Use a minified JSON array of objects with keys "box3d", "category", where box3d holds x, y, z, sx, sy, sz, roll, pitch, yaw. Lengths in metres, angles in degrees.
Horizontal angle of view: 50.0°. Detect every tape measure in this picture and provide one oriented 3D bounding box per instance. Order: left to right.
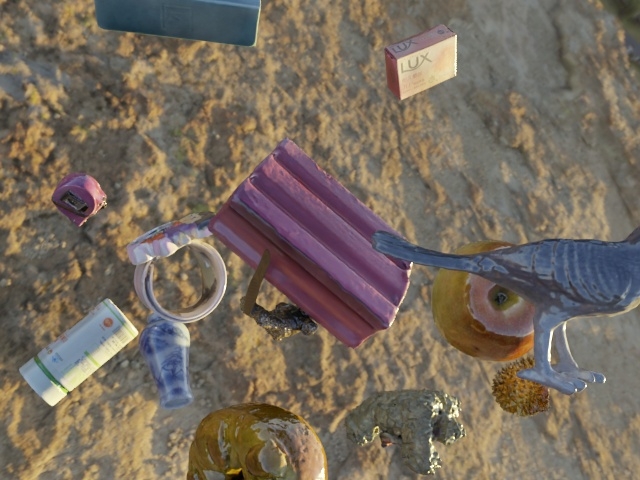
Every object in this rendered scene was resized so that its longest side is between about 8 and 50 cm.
[{"box3d":[-0.608,-0.106,1.729,0.125,0.118,0.074,40,29,-29],"category":"tape measure"}]

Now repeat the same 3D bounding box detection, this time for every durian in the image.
[{"box3d":[0.569,0.412,1.986,0.138,0.249,0.183,13,84,4],"category":"durian"}]

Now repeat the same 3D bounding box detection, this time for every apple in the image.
[{"box3d":[0.439,0.155,1.763,0.319,0.319,0.277,64,10,9],"category":"apple"}]

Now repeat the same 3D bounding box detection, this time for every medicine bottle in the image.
[{"box3d":[-0.410,0.188,1.172,0.183,0.086,0.086,-41,95,-18],"category":"medicine bottle"}]

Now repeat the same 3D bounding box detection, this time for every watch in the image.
[{"box3d":[-0.316,0.069,1.625,0.244,0.196,0.231,-27,103,-22],"category":"watch"}]

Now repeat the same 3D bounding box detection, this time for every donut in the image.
[{"box3d":[-0.084,0.323,0.905,0.114,0.226,0.226,-12,74,-46],"category":"donut"}]

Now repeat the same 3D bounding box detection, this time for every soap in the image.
[{"box3d":[0.000,0.000,1.279,0.359,0.128,0.233,41,42,-5],"category":"soap"}]

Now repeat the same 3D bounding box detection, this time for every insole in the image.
[{"box3d":[-0.106,0.070,1.137,0.002,0.135,0.045,5,38,-28],"category":"insole"}]

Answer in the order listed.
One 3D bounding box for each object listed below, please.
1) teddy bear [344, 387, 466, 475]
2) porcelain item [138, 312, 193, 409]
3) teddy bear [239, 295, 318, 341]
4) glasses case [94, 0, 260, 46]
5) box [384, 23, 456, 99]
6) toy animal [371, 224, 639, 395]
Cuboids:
[{"box3d":[0.313,0.572,2.182,0.368,0.357,0.224,8,91,-45],"category":"teddy bear"},{"box3d":[-0.406,0.314,1.827,0.141,0.141,0.259,3,57,-39],"category":"porcelain item"},{"box3d":[-0.065,0.148,1.263,0.160,0.119,0.078,1,106,-32],"category":"teddy bear"},{"box3d":[-0.236,-0.387,1.141,0.266,0.105,0.056,4,30,-9],"category":"glasses case"},{"box3d":[0.213,-0.377,1.445,0.156,0.111,0.060,-27,50,-11],"category":"box"},{"box3d":[0.246,0.059,0.726,0.081,0.367,0.205,-14,94,-67],"category":"toy animal"}]
